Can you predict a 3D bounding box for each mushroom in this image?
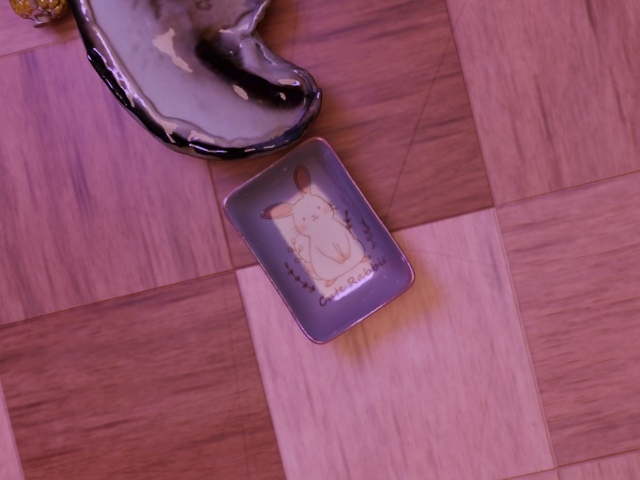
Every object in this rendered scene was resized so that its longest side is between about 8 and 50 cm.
[{"bbox_3d":[-0.149,-0.235,0.935,0.344,0.130,0.247,42,73,-4],"label":"mushroom"}]

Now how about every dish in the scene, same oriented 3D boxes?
[{"bbox_3d":[0.000,0.000,0.954,0.151,0.077,0.212,-34,89,6],"label":"dish"}]

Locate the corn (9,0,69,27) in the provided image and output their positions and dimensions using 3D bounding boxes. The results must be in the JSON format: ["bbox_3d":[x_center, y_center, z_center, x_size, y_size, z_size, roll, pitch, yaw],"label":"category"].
[{"bbox_3d":[-0.349,-0.376,0.966,0.080,0.080,0.238,-5,88,4],"label":"corn"}]
